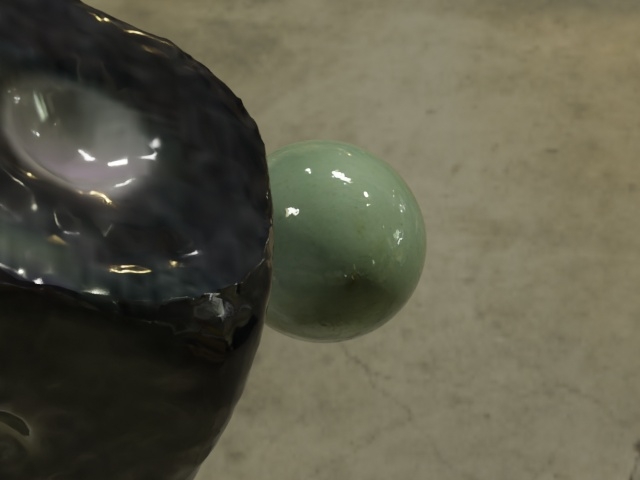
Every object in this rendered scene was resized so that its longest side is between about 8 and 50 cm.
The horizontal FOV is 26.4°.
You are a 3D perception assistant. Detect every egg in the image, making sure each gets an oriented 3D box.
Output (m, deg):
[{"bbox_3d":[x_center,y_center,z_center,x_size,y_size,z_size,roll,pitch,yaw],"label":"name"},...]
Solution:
[{"bbox_3d":[0.000,0.000,1.007,0.149,0.149,0.192,-16,11,-16],"label":"egg"}]

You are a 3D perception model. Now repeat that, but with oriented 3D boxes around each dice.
[{"bbox_3d":[-0.132,0.013,0.570,0.182,0.183,0.181,18,40,-20],"label":"dice"}]
